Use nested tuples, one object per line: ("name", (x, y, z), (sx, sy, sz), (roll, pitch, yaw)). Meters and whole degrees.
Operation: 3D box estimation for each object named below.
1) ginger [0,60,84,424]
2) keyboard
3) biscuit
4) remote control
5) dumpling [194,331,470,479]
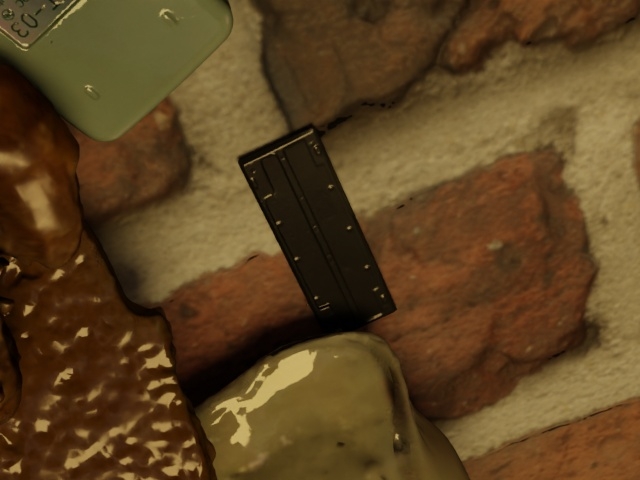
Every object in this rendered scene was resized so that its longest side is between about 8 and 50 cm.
("ginger", (-0.305, 0.009, 0.810), (0.274, 0.152, 0.357), (17, 102, -30))
("keyboard", (0.000, 0.000, 1.015), (0.067, 0.011, 0.202), (-26, 128, 0))
("biscuit", (-0.273, 0.184, 0.941), (0.394, 0.076, 0.368), (-22, 96, -3))
("remote control", (-0.196, -0.186, 0.790), (0.140, 0.056, 0.296), (-42, 125, 13))
("dumpling", (-0.012, 0.273, 1.082), (0.315, 0.233, 0.395), (-12, 113, -5))
